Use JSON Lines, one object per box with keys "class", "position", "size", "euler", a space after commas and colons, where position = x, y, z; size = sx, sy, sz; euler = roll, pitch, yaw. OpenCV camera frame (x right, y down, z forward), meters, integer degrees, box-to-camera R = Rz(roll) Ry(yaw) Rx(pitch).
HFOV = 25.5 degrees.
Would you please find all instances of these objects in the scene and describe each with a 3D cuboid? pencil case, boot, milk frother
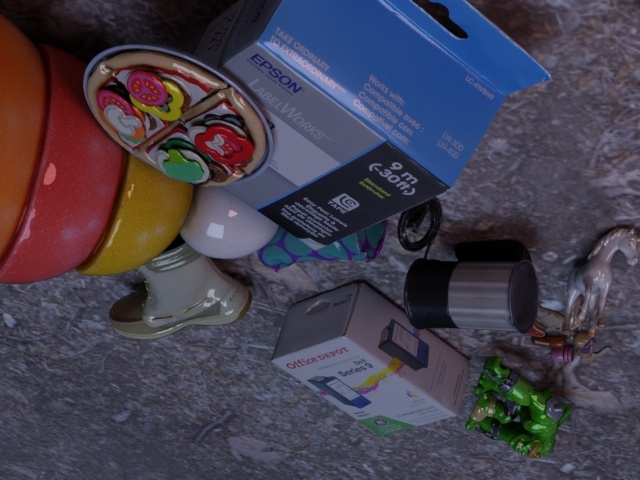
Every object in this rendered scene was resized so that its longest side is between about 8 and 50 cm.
{"class": "pencil case", "position": [0.000, 0.000, 1.686], "size": [0.152, 0.064, 0.070], "euler": [-5, 124, 31]}
{"class": "boot", "position": [-0.217, 0.052, 1.850], "size": [0.213, 0.077, 0.165], "euler": [-10, 139, 27]}
{"class": "milk frother", "position": [0.164, 0.028, 1.594], "size": [0.135, 0.129, 0.143], "euler": [0, 149, 31]}

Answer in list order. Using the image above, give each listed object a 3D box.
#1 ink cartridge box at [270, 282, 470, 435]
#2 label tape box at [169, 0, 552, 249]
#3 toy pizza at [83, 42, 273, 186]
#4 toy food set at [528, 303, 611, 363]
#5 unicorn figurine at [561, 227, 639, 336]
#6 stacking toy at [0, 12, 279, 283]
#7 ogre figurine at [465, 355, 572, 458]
{"class": "ink cartridge box", "position": [0.066, 0.159, 1.862], "size": [0.212, 0.093, 0.154], "euler": [39, 142, -26]}
{"class": "label tape box", "position": [0.014, -0.138, 1.387], "size": [0.249, 0.115, 0.348], "euler": [35, 148, -22]}
{"class": "toy pizza", "position": [-0.143, -0.114, 1.385], "size": [0.201, 0.032, 0.201], "euler": [16, 148, 11]}
{"class": "toy food set", "position": [0.298, 0.126, 1.772], "size": [0.122, 0.019, 0.078], "euler": [28, 145, -15]}
{"class": "unicorn figurine", "position": [0.312, 0.047, 1.593], "size": [0.060, 0.111, 0.162], "euler": [19, 162, -20]}
{"class": "stacking toy", "position": [-0.267, -0.064, 1.566], "size": [0.480, 0.350, 0.350], "euler": [15, 150, -27]}
{"class": "ogre figurine", "position": [0.263, 0.226, 1.874], "size": [0.118, 0.097, 0.197], "euler": [27, 134, 18]}
